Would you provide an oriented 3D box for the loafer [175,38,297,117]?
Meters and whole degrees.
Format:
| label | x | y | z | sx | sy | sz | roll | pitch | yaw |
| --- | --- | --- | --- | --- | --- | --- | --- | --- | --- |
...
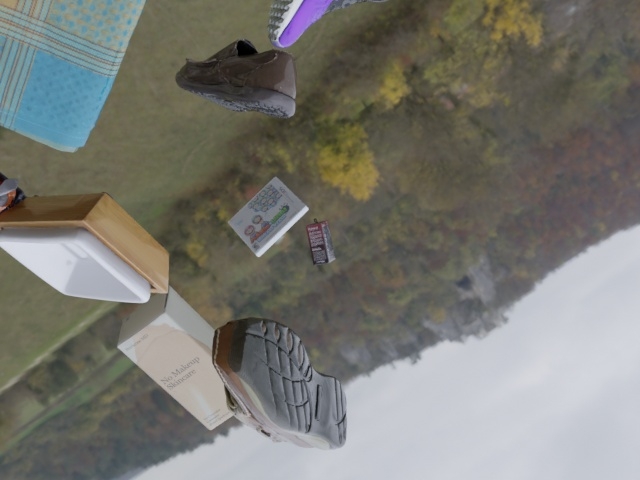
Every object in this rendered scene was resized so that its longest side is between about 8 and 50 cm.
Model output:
| label | x | y | z | sx | sy | sz | roll | pitch | yaw |
| --- | --- | --- | --- | --- | --- | --- | --- | --- | --- |
| loafer | -0.156 | -0.330 | 1.506 | 0.134 | 0.366 | 0.130 | 17 | 92 | -45 |

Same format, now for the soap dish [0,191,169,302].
| label | x | y | z | sx | sy | sz | roll | pitch | yaw |
| --- | --- | --- | --- | --- | --- | --- | --- | --- | --- |
| soap dish | -0.442 | 0.012 | 1.414 | 0.291 | 0.229 | 0.118 | 0 | -126 | 37 |

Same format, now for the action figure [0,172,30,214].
| label | x | y | z | sx | sy | sz | roll | pitch | yaw |
| --- | --- | --- | --- | --- | --- | --- | --- | --- | --- |
| action figure | -0.714 | -0.110 | 1.480 | 0.178 | 0.341 | 0.330 | -53 | 180 | -34 |

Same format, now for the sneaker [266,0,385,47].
| label | x | y | z | sx | sy | sz | roll | pitch | yaw |
| --- | --- | --- | --- | --- | --- | --- | --- | --- | --- |
| sneaker | 0.043 | -0.398 | 1.154 | 0.293 | 0.146 | 0.102 | -54 | -154 | 6 |

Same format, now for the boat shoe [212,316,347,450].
| label | x | y | z | sx | sy | sz | roll | pitch | yaw |
| --- | --- | --- | --- | --- | --- | --- | --- | --- | --- |
| boat shoe | -0.066 | 0.203 | 0.981 | 0.120 | 0.122 | 0.324 | -7 | 146 | 20 |

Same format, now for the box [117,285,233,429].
| label | x | y | z | sx | sy | sz | roll | pitch | yaw |
| --- | --- | --- | --- | --- | --- | --- | --- | --- | --- |
| box | -0.297 | 0.267 | 1.709 | 0.148 | 0.311 | 0.121 | -37 | -155 | 12 |

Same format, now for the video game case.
| label | x | y | z | sx | sy | sz | roll | pitch | yaw |
| --- | --- | --- | --- | --- | --- | --- | --- | --- | --- |
| video game case | -0.121 | -0.056 | 1.722 | 0.157 | 0.143 | 0.019 | -44 | 138 | -1 |

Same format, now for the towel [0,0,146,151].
| label | x | y | z | sx | sy | sz | roll | pitch | yaw |
| --- | --- | --- | --- | --- | --- | --- | --- | --- | --- |
| towel | -0.354 | -0.297 | 0.897 | 0.370 | 0.271 | 0.040 | -56 | -156 | 30 |

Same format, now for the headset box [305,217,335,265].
| label | x | y | z | sx | sy | sz | roll | pitch | yaw |
| --- | --- | --- | --- | --- | --- | --- | --- | --- | --- |
| headset box | 0.000 | 0.000 | 1.383 | 0.032 | 0.083 | 0.062 | -11 | -176 | 13 |
